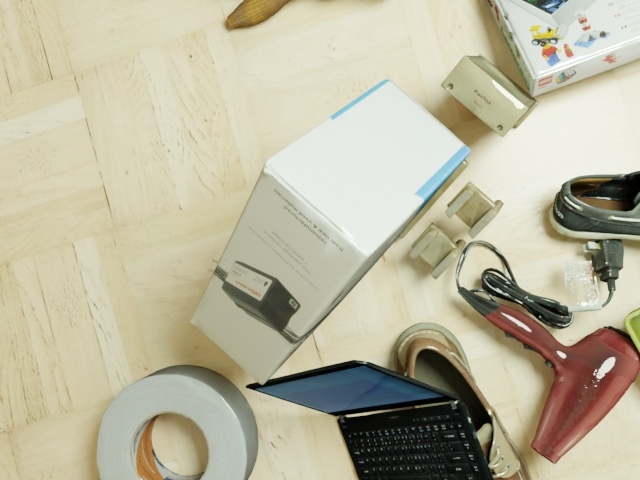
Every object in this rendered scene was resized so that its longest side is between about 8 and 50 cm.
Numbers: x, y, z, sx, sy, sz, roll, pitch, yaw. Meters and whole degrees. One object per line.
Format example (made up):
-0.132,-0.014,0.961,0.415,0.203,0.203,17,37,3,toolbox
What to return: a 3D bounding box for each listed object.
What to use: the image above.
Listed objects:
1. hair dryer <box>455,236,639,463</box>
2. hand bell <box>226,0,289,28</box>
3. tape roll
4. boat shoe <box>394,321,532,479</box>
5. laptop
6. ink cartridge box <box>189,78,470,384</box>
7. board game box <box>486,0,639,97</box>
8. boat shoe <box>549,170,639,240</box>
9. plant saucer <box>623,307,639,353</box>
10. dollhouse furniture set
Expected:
0.302,0.140,0.818,0.223,0.080,0.294,-5,74,11,hair dryer
-0.025,-0.357,0.864,0.242,0.126,0.126,-22,86,19,hand bell
-0.202,0.292,0.879,0.219,0.072,0.219,0,88,8,tape roll
0.188,0.265,0.803,0.123,0.116,0.324,-30,85,6,boat shoe
0.064,0.265,0.754,0.234,0.136,0.265,-26,83,49,laptop
0.000,0.000,0.708,0.129,0.223,0.307,42,139,6,ink cartridge box
0.384,-0.326,0.792,0.305,0.053,0.193,-19,69,7,board game box
0.419,-0.048,0.785,0.232,0.079,0.084,-1,51,7,boat shoe
0.496,0.117,0.771,0.188,0.045,0.188,-30,105,14,plant saucer
0.162,-0.117,0.826,0.212,0.161,0.242,42,117,7,dollhouse furniture set
